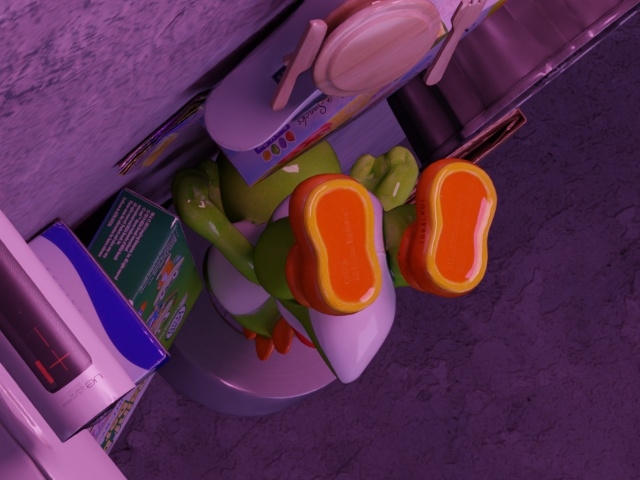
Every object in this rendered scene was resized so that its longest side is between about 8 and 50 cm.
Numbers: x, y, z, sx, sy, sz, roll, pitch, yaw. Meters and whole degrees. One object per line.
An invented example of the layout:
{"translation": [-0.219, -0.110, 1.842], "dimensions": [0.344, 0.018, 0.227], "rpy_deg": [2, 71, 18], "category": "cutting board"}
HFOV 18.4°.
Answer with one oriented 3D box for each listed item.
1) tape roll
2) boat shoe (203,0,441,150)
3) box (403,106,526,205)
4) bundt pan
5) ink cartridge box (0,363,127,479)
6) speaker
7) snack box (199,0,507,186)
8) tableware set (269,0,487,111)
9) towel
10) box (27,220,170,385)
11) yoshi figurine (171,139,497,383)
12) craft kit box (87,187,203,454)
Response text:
{"translation": [-0.063, 0.047, 1.809], "dimensions": [0.219, 0.219, 0.072], "rpy_deg": [-37, 178, -30], "category": "tape roll"}
{"translation": [0.001, -0.130, 1.292], "dimensions": [0.183, 0.065, 0.083], "rpy_deg": [-36, -173, 10], "category": "boat shoe"}
{"translation": [0.117, -0.061, 1.871], "dimensions": [0.164, 0.021, 0.201], "rpy_deg": [-38, 178, -2], "category": "box"}
{"translation": [0.191, -0.209, 1.887], "dimensions": [0.331, 0.124, 0.331], "rpy_deg": [-39, 178, -1], "category": "bundt pan"}
{"translation": [-0.282, 0.186, 1.261], "dimensions": [0.278, 0.201, 0.117], "rpy_deg": [-39, 179, 12], "category": "ink cartridge box"}
{"translation": [-0.167, 0.049, 1.141], "dimensions": [0.055, 0.136, 0.055], "rpy_deg": [-37, 178, -2], "category": "speaker"}
{"translation": [0.034, -0.138, 1.433], "dimensions": [0.174, 0.070, 0.207], "rpy_deg": [-37, 180, 37], "category": "snack box"}
{"translation": [0.045, -0.160, 1.172], "dimensions": [0.128, 0.039, 0.194], "rpy_deg": [-12, 148, -31], "category": "tableware set"}
{"translation": [-0.101, -0.074, 1.357], "dimensions": [0.083, 0.009, 0.060], "rpy_deg": [-39, 177, 19], "category": "towel"}
{"translation": [-0.197, 0.076, 1.396], "dimensions": [0.137, 0.126, 0.072], "rpy_deg": [-38, 177, -5], "category": "box"}
{"translation": [-0.010, -0.027, 1.575], "dimensions": [0.203, 0.203, 0.362], "rpy_deg": [-51, -165, -17], "category": "yoshi figurine"}
{"translation": [-0.182, 0.104, 1.565], "dimensions": [0.250, 0.061, 0.246], "rpy_deg": [-61, 175, -11], "category": "craft kit box"}
